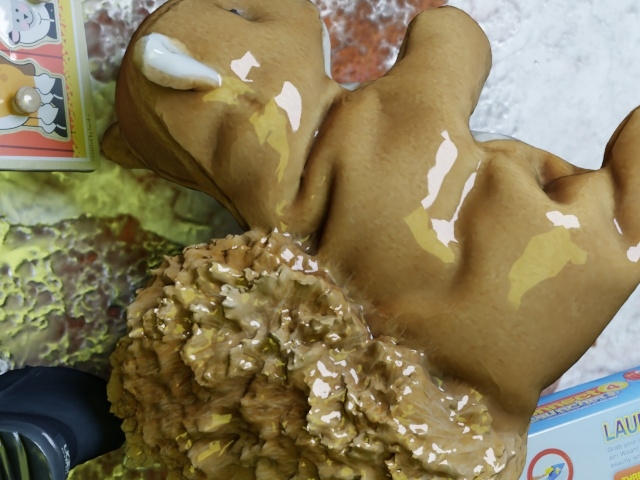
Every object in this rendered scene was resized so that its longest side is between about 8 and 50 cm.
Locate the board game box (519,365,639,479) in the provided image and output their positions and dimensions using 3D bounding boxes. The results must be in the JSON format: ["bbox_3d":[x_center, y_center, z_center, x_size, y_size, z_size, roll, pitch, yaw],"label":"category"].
[{"bbox_3d":[0.291,0.269,1.155,0.308,0.086,0.302,-15,98,-15],"label":"board game box"}]

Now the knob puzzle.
[{"bbox_3d":[-0.242,-0.137,0.926,0.213,0.030,0.213,13,70,-40],"label":"knob puzzle"}]

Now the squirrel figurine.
[{"bbox_3d":[0.000,0.000,0.936,0.370,0.281,0.397,30,72,-9],"label":"squirrel figurine"}]

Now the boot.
[{"bbox_3d":[-0.270,0.149,0.923,0.246,0.207,0.094,-5,93,4],"label":"boot"}]
